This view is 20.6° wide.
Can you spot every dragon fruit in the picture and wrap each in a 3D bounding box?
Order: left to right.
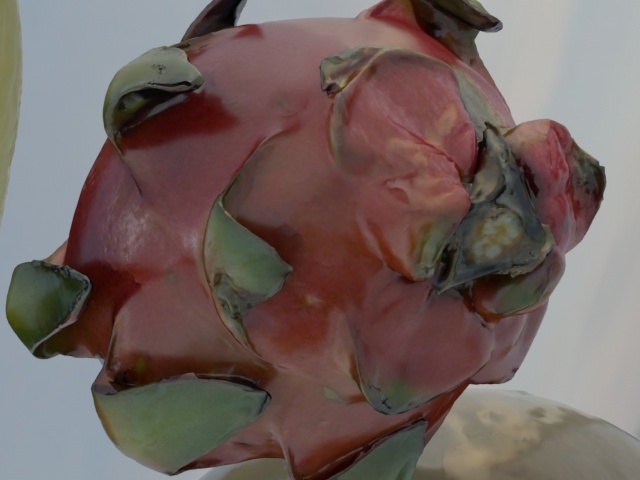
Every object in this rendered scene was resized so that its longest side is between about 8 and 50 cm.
[{"bbox_3d":[-0.004,0.000,0.757,0.224,0.224,0.227,-57,3,-40],"label":"dragon fruit"}]

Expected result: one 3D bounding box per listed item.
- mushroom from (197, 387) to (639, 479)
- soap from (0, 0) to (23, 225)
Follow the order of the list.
[{"bbox_3d":[0.067,0.254,0.976,0.362,0.362,0.294,92,171,-49],"label":"mushroom"},{"bbox_3d":[-0.319,-0.023,1.149,0.306,0.115,0.427,-19,-50,-48],"label":"soap"}]
